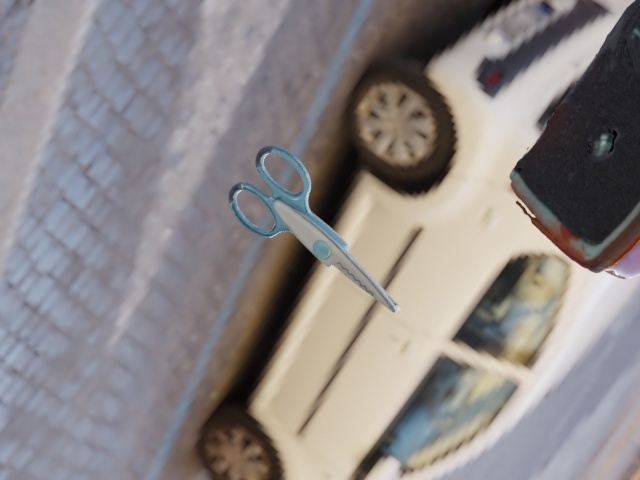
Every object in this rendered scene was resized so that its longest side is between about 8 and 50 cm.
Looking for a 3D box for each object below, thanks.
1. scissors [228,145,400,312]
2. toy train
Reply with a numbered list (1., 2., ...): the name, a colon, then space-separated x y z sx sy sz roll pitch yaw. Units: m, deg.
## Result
1. scissors: 0.000 0.000 1.038 0.058 0.119 0.014 -50 173 32
2. toy train: 0.238 -0.153 0.774 0.089 0.086 0.409 25 105 -44
